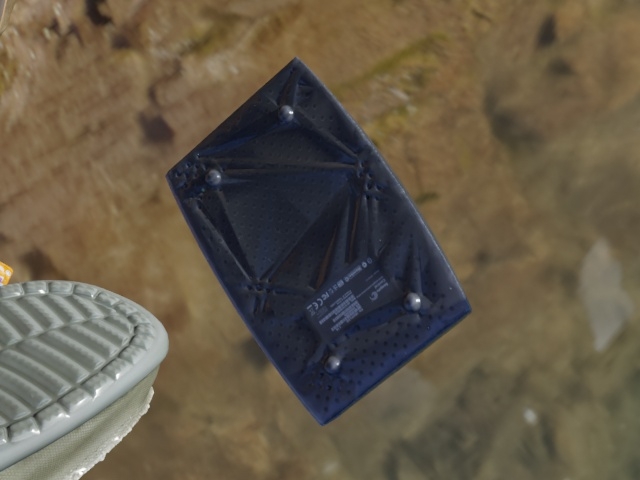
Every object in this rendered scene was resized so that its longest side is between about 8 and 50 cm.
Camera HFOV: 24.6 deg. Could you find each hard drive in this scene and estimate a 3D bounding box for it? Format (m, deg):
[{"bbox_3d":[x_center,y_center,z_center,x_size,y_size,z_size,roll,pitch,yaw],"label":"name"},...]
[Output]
[{"bbox_3d":[0.000,0.000,1.168,0.172,0.254,0.054,-40,159,18],"label":"hard drive"}]

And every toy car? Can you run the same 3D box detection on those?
[{"bbox_3d":[-0.333,0.078,1.595,0.060,0.040,0.122,-42,106,13],"label":"toy car"}]

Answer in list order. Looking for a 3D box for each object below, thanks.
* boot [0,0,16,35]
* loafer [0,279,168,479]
[{"bbox_3d":[-0.347,-0.289,1.608,0.115,0.112,0.305,-28,160,-47],"label":"boot"},{"bbox_3d":[-0.166,0.105,0.608,0.251,0.094,0.087,-35,143,-32],"label":"loafer"}]
